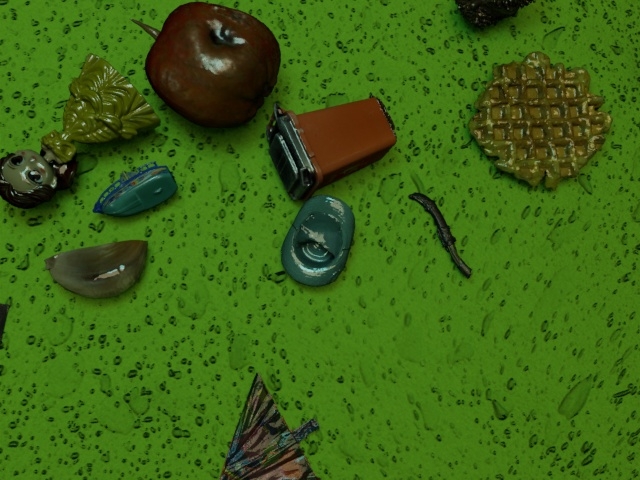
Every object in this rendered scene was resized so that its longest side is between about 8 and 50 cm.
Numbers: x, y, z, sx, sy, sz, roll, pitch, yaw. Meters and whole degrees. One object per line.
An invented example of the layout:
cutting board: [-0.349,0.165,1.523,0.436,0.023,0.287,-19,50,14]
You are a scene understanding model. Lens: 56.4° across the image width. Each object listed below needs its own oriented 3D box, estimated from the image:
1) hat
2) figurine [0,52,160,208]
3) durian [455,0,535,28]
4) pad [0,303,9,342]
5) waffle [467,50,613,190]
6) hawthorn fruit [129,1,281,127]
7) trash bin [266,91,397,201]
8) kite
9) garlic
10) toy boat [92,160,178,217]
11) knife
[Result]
hat: [0.000,0.000,1.238,0.138,0.078,0.190,24,96,6]
figurine: [-0.492,-0.189,1.159,0.315,0.168,0.187,-48,115,-14]
durian: [0.392,-0.558,1.330,0.196,0.196,0.167,-42,79,-13]
pad: [-0.676,0.210,1.144,0.116,0.004,0.193,8,78,-6]
waffle: [0.496,-0.279,1.355,0.302,0.068,0.325,40,75,1]
hawthorn fruit: [-0.212,-0.346,1.195,0.262,0.258,0.258,28,75,28]
trash bin: [0.018,-0.211,1.244,0.239,0.161,0.184,-24,83,-19]
kite: [-0.099,0.430,1.169,0.234,0.016,0.321,-30,84,-12]
garlic: [-0.430,0.064,1.167,0.196,0.087,0.101,-12,67,-6]
toy boat: [-0.385,-0.106,1.214,0.175,0.091,0.110,-30,51,-8]
knife: [0.269,-0.017,1.298,0.046,0.021,0.222,-31,80,-13]
